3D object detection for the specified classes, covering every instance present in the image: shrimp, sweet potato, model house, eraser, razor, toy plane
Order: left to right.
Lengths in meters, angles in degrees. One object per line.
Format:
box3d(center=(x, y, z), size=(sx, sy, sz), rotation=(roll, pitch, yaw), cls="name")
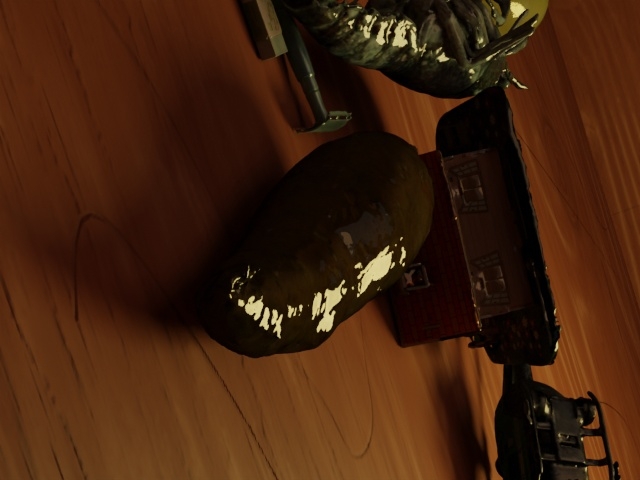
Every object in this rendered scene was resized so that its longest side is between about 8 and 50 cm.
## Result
box3d(center=(-0.055, -0.206, 1.094), size=(0.038, 0.019, 0.083), rotation=(-48, 120, -68), cls="eraser")
box3d(center=(-0.017, -0.168, 1.145), size=(0.135, 0.040, 0.068), rotation=(69, 20, 2), cls="razor")
box3d(center=(-0.003, 0.005, 0.933), size=(0.423, 0.131, 0.130), rotation=(-39, 112, -62), cls="sweet potato")
box3d(center=(0.098, -0.228, 1.240), size=(0.411, 0.221, 0.166), rotation=(-6, 108, -48), cls="shrimp")
box3d(center=(0.126, 0.004, 1.291), size=(0.207, 0.154, 0.293), rotation=(161, -83, -75), cls="model house")
box3d(center=(0.240, 0.206, 1.394), size=(0.106, 0.155, 0.381), rotation=(9, 54, -20), cls="toy plane")

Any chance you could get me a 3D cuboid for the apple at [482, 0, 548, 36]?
box3d(center=(0.229, -0.355, 1.700), size=(0.200, 0.200, 0.200), rotation=(-16, 90, -70), cls="apple")
